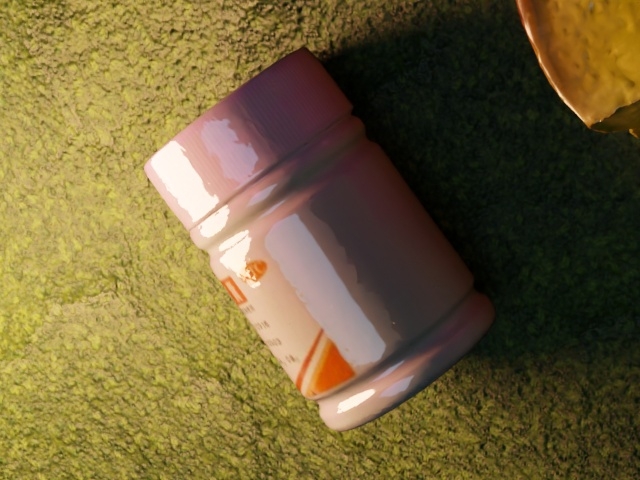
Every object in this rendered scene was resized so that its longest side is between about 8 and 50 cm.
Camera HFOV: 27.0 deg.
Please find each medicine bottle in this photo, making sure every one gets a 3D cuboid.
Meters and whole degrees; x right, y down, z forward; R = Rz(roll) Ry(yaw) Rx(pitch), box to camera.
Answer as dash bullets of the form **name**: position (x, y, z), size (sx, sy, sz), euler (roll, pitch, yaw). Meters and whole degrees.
- **medicine bottle**: position (0.000, 0.000, 1.266), size (0.202, 0.202, 0.316), euler (-34, 93, 28)

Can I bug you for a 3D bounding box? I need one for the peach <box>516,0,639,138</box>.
- **peach**: position (0.346, -0.266, 1.015), size (0.380, 0.242, 0.306), euler (-33, 73, 41)
